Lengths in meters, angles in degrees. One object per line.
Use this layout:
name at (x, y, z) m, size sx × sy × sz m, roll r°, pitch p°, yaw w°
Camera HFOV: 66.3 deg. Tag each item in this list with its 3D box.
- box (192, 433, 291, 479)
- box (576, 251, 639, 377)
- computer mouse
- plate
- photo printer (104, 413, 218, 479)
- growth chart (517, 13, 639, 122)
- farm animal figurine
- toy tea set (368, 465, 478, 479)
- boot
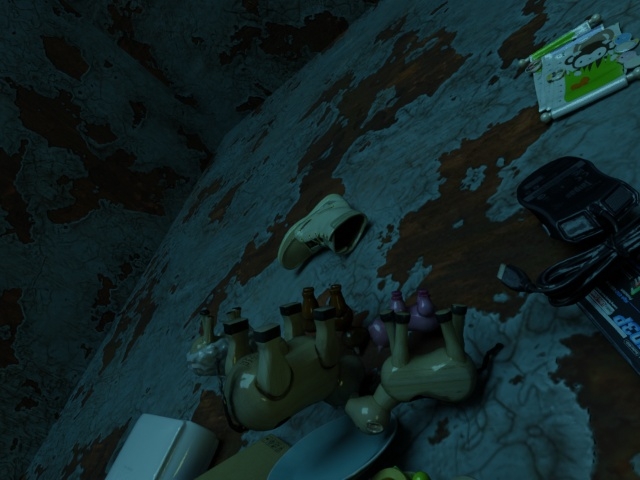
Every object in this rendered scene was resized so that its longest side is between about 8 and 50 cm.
box at (-0.100, 0.349, 0.699) m, size 0.164 × 0.021 × 0.201 m, roll -22°, pitch 6°, yaw -28°
box at (0.349, 0.069, 0.411) m, size 0.175 × 0.051 × 0.220 m, roll -43°, pitch 26°, yaw 17°
computer mouse at (0.284, -0.008, 0.576) m, size 0.184 × 0.060 × 0.262 m, roll -39°, pitch 16°, yaw 9°
plate at (0.018, 0.279, 0.633) m, size 0.188 × 0.024 × 0.188 m, roll -27°, pitch 0°, yaw 0°
photo printer at (-0.344, 0.497, 0.934) m, size 0.256 × 0.107 × 0.307 m, roll -17°, pitch 41°, yaw 50°
growth chart at (0.424, -0.289, 0.807) m, size 0.172 × 0.021 × 0.237 m, roll -31°, pitch 32°, yaw 35°
farm animal figurine at (0.014, 0.172, 0.659) m, size 0.330 × 0.327 × 0.172 m, roll 2°, pitch 99°, yaw 62°
toy tea set at (0.032, 0.335, 0.499) m, size 0.336 × 0.124 × 0.200 m, roll -47°, pitch 25°, yaw 10°
boot at (0.000, 0.000, 1.067) m, size 0.213 × 0.077 × 0.165 m, roll -47°, pitch 27°, yaw 2°
